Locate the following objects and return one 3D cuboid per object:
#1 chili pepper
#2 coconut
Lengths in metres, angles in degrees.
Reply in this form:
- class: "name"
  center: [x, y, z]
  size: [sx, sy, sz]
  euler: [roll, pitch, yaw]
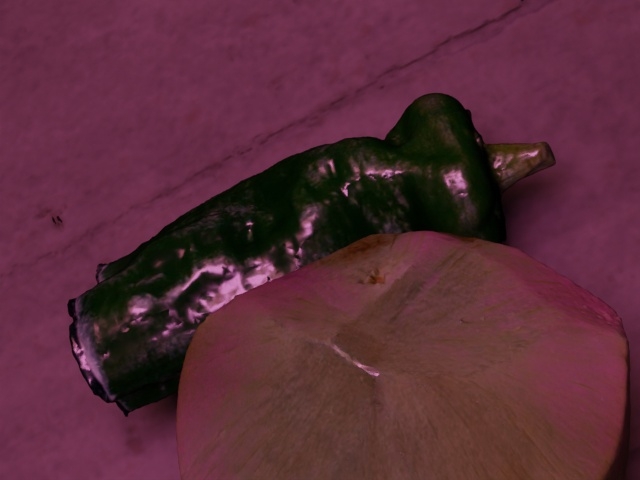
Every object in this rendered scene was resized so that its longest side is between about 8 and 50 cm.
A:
- class: "chili pepper"
  center: [0.000, 0.000, 0.961]
  size: [0.270, 0.136, 0.099]
  euler: [-25, 91, 8]
- class: "coconut"
  center: [0.040, 0.094, 0.842]
  size: [0.235, 0.236, 0.205]
  euler: [16, 72, 23]
